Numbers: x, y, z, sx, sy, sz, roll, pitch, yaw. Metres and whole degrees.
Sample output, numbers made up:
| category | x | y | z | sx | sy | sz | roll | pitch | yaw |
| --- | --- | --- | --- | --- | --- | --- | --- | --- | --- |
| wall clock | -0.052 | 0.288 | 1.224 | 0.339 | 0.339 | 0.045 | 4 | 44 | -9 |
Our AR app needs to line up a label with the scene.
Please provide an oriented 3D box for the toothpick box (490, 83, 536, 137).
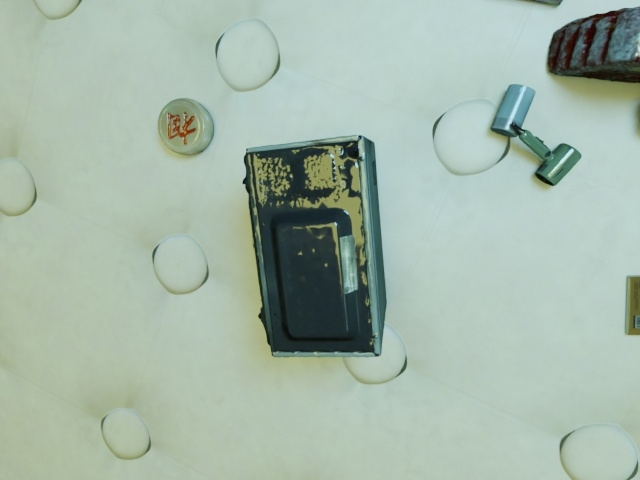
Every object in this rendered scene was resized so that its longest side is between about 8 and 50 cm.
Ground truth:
| category | x | y | z | sx | sy | sz | roll | pitch | yaw |
| --- | --- | --- | --- | --- | --- | --- | --- | --- | --- |
| toothpick box | 0.360 | -0.242 | 0.750 | 0.052 | 0.052 | 0.083 | 22 | 101 | 8 |

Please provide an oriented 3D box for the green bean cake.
| category | x | y | z | sx | sy | sz | roll | pitch | yaw |
| --- | --- | --- | --- | --- | --- | --- | --- | --- | --- |
| green bean cake | 0.543 | -0.318 | 0.664 | 0.232 | 0.198 | 0.097 | 5 | 108 | -5 |

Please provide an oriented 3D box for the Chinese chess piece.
| category | x | y | z | sx | sy | sz | roll | pitch | yaw |
| --- | --- | --- | --- | --- | --- | --- | --- | --- | --- |
| Chinese chess piece | -0.297 | -0.251 | 0.885 | 0.122 | 0.051 | 0.122 | 1 | 98 | 11 |

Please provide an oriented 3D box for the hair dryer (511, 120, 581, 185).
| category | x | y | z | sx | sy | sz | roll | pitch | yaw |
| --- | --- | --- | --- | --- | --- | --- | --- | --- | --- |
| hair dryer | 0.402 | -0.169 | 0.735 | 0.150 | 0.047 | 0.071 | 34 | 102 | -15 |

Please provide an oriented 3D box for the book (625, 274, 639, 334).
| category | x | y | z | sx | sy | sz | roll | pitch | yaw |
| --- | --- | --- | --- | --- | --- | --- | --- | --- | --- |
| book | 0.675 | 0.122 | 0.755 | 0.172 | 0.012 | 0.118 | -2 | 97 | 12 |

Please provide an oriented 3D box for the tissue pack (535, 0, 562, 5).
| category | x | y | z | sx | sy | sz | roll | pitch | yaw |
| --- | --- | --- | --- | --- | --- | --- | --- | --- | --- |
| tissue pack | 0.374 | -0.493 | 0.708 | 0.148 | 0.060 | 0.109 | 16 | 100 | 11 |

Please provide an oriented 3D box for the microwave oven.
| category | x | y | z | sx | sy | sz | roll | pitch | yaw |
| --- | --- | --- | --- | --- | --- | --- | --- | --- | --- |
| microwave oven | 0.000 | 0.000 | 0.745 | 0.218 | 0.286 | 0.355 | -3 | 101 | 13 |
